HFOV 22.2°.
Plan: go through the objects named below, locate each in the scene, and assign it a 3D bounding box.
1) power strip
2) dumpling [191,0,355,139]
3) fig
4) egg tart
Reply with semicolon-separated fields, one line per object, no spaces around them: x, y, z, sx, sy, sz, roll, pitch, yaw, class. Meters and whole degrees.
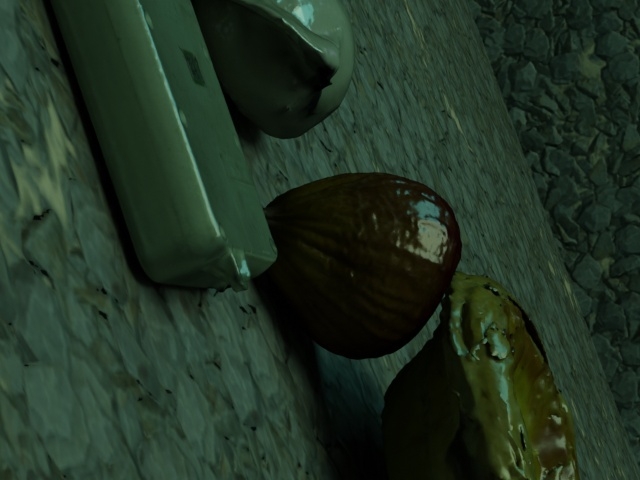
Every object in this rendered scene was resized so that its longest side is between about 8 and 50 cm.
-0.090;-0.093;0.844;0.118;0.046;0.270;19;50;-76;power strip
-0.036;-0.142;1.061;0.150;0.092;0.176;53;21;-8;dumpling
0.005;0.005;1.001;0.153;0.119;0.119;22;23;-4;fig
0.106;0.163;1.044;0.290;0.115;0.290;-15;90;-79;egg tart
